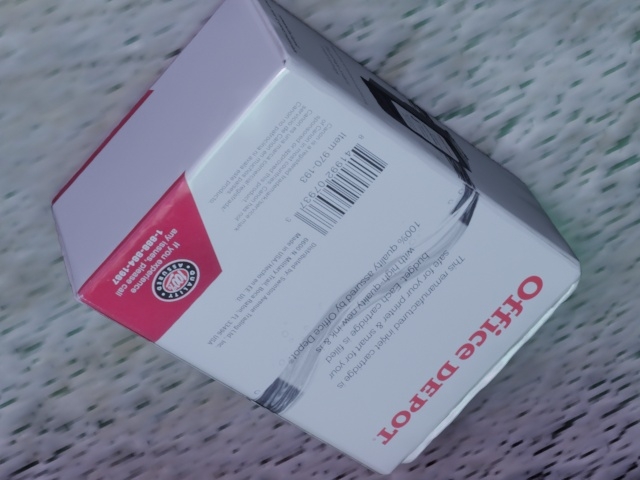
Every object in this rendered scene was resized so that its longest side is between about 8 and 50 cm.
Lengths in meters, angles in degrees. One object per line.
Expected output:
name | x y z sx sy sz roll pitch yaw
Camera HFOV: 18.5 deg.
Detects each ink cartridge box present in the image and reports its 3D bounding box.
ink cartridge box | 0.000 0.000 0.686 0.150 0.063 0.109 33 107 -33
